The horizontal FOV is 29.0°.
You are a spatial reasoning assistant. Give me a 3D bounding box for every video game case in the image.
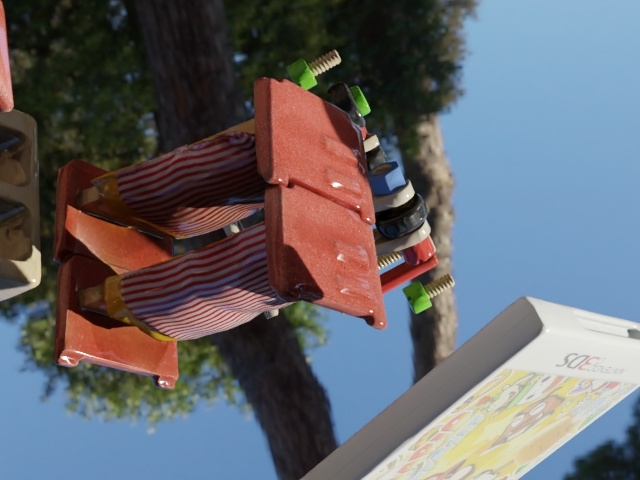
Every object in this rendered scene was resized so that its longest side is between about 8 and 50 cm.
[{"bbox_3d":[0.079,0.118,0.701,0.227,0.026,0.206,-42,152,21],"label":"video game case"}]

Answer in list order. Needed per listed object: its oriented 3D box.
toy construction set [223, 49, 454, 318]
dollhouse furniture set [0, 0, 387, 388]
[{"bbox_3d":[0.000,0.000,1.431,0.237,0.309,0.257,-28,-133,1],"label":"toy construction set"},{"bbox_3d":[-0.150,-0.028,0.746,0.201,0.152,0.374,-19,155,33],"label":"dollhouse furniture set"}]
